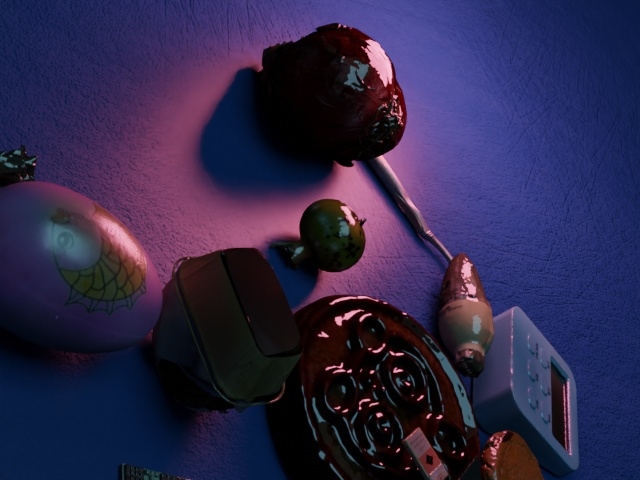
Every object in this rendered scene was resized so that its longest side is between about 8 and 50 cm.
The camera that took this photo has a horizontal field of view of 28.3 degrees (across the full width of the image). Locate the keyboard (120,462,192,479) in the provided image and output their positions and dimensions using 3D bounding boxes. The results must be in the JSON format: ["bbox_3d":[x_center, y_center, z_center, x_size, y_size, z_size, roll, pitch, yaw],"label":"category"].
[{"bbox_3d":[-0.185,0.328,1.636,0.166,0.017,0.055,22,48,-35],"label":"keyboard"}]

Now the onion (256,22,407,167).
[{"bbox_3d":[0.038,-0.242,2.166,0.281,0.281,0.221,25,89,-33],"label":"onion"}]

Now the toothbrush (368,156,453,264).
[{"bbox_3d":[0.165,-0.051,2.298,0.037,0.028,0.375,-34,89,-46],"label":"toothbrush"}]

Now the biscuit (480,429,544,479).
[{"bbox_3d":[0.313,0.413,2.049,0.226,0.042,0.225,41,40,-46],"label":"biscuit"}]

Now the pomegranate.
[{"bbox_3d":[0.000,0.000,2.029,0.162,0.122,0.122,-21,76,-14],"label":"pomegranate"}]

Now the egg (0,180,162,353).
[{"bbox_3d":[-0.319,0.038,1.578,0.271,0.196,0.196,30,42,-45],"label":"egg"}]

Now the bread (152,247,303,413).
[{"bbox_3d":[-0.127,0.126,1.696,0.142,0.212,0.224,-3,61,-43],"label":"bread"}]

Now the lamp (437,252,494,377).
[{"bbox_3d":[0.251,0.125,2.196,0.101,0.101,0.250,30,41,-28],"label":"lamp"}]

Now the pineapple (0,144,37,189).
[{"bbox_3d":[-0.463,-0.099,1.611,0.251,0.125,0.125,17,50,-52],"label":"pineapple"}]

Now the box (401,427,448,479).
[{"bbox_3d":[0.155,0.321,1.875,0.083,0.012,0.046,58,36,1],"label":"box"}]

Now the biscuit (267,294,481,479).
[{"bbox_3d":[0.094,0.265,1.927,0.407,0.091,0.407,28,44,-31],"label":"biscuit"}]

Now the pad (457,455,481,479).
[{"bbox_3d":[0.188,0.431,1.868,0.211,0.003,0.142,-41,132,-42],"label":"pad"}]

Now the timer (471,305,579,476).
[{"bbox_3d":[0.382,0.267,2.239,0.250,0.091,0.231,36,40,-28],"label":"timer"}]
